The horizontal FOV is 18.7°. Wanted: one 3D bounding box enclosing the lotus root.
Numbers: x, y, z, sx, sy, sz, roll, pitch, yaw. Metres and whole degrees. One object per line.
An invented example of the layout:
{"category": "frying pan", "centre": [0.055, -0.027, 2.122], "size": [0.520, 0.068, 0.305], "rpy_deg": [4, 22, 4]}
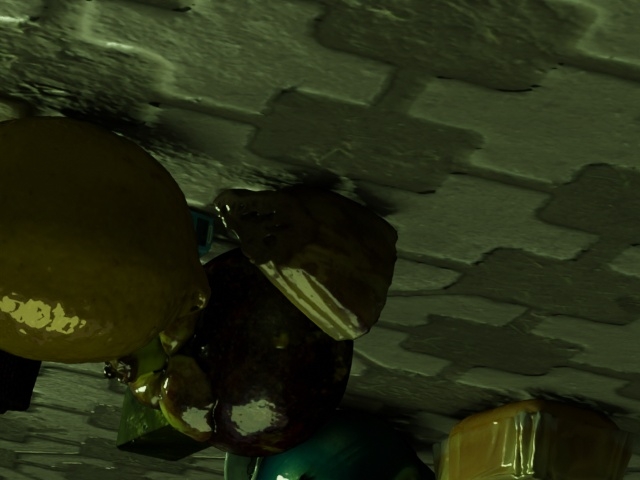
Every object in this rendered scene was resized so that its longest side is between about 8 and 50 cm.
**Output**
{"category": "lotus root", "centre": [-0.004, 0.001, 1.557], "size": [0.135, 0.095, 0.159], "rpy_deg": [35, -170, -43]}

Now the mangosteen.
{"category": "mangosteen", "centre": [-0.083, 0.093, 1.684], "size": [0.217, 0.192, 0.192], "rpy_deg": [7, 165, -25]}

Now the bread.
{"category": "bread", "centre": [0.228, 0.241, 2.133], "size": [0.136, 0.107, 0.241], "rpy_deg": [14, 162, -21]}

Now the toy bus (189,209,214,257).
{"category": "toy bus", "centre": [-0.124, 0.000, 1.680], "size": [0.046, 0.038, 0.083], "rpy_deg": [12, 163, -19]}

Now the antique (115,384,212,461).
{"category": "antique", "centre": [-0.159, 0.197, 2.248], "size": [0.081, 0.080, 0.221], "rpy_deg": [16, 160, -22]}

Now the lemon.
{"category": "lemon", "centre": [-0.201, -0.001, 1.480], "size": [0.256, 0.188, 0.188], "rpy_deg": [21, 159, -20]}

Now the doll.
{"category": "doll", "centre": [0.034, 0.301, 2.291], "size": [0.186, 0.198, 0.322], "rpy_deg": [46, -173, 20]}

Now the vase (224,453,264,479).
{"category": "vase", "centre": [-0.005, 0.300, 2.466], "size": [0.219, 0.096, 0.096], "rpy_deg": [15, 162, -26]}

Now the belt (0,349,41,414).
{"category": "belt", "centre": [-0.422, 0.100, 1.942], "size": [0.289, 0.164, 0.184], "rpy_deg": [16, 170, -19]}
